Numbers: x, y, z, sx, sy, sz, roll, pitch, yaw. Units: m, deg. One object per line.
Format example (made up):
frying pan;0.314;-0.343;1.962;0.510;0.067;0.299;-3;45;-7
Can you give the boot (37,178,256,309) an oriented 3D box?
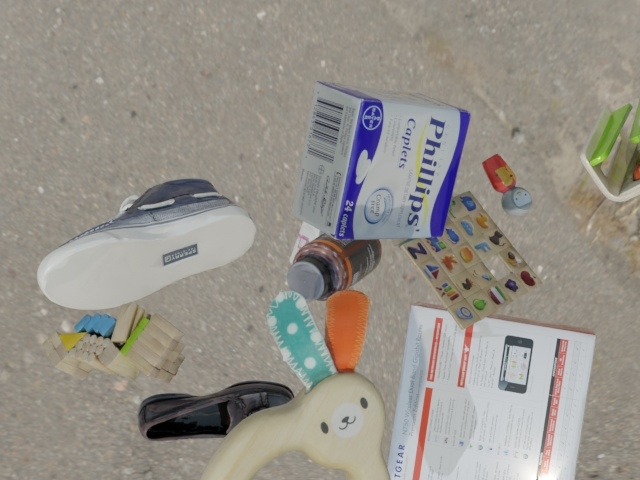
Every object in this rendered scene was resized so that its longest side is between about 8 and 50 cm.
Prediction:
boot;-0.156;-0.002;0.700;0.190;0.069;0.086;-14;37;-34

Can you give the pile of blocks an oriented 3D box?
pile of blocks;-0.406;0.220;1.702;0.362;0.112;0.149;-1;62;31

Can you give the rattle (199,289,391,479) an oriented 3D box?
rattle;0.007;0.126;0.456;0.130;0.143;0.199;22;85;-5

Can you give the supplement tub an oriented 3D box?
supplement tub;0.021;0.038;1.397;0.106;0.198;0.106;9;110;26

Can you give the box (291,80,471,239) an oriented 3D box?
box;0.056;-0.071;0.751;0.072;0.137;0.126;29;114;47

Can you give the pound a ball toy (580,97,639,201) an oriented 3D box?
pound a ball toy;0.596;-0.184;1.443;0.208;0.319;0.135;-32;99;36

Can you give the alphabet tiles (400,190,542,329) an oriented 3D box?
alphabet tiles;0.216;0.009;1.293;0.198;0.009;0.237;-22;68;-36

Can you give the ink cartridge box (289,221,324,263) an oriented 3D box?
ink cartridge box;0.000;0.000;1.621;0.052;0.088;0.122;40;123;33

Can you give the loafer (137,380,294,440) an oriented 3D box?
loafer;-0.194;0.338;1.556;0.303;0.095;0.109;-4;105;-8

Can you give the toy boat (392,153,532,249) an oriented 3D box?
toy boat;0.312;-0.057;1.863;0.318;0.267;0.148;-31;85;14

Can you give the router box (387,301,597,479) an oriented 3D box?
router box;0.279;0.289;1.368;0.301;0.082;0.335;9;93;14
